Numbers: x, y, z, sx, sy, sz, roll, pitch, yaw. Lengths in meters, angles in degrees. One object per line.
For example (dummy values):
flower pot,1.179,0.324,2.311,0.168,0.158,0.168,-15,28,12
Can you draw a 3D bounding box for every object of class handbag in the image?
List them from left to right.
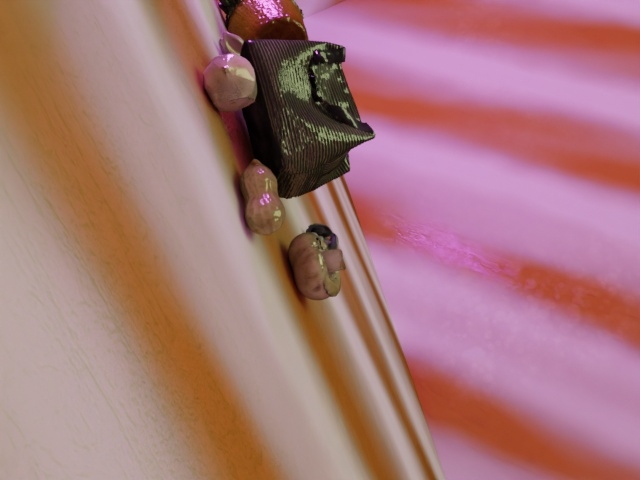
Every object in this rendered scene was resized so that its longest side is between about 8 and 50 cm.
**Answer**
handbag,-0.041,-0.278,1.486,0.247,0.240,0.341,132,-58,-67

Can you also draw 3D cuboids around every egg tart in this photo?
egg tart,-0.122,-0.527,1.745,0.171,0.215,0.215,57,-3,48

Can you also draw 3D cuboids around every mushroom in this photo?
mushroom,-0.005,0.052,1.459,0.154,0.122,0.154,-20,90,-74

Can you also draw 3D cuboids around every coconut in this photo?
coconut,-0.177,-0.310,1.320,0.124,0.110,0.110,59,11,-82

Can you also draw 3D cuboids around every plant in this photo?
plant,-0.234,-0.623,1.835,0.085,0.087,0.174,15,-53,63

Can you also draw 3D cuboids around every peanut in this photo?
peanut,-0.112,-0.083,1.266,0.082,0.082,0.187,57,13,-53

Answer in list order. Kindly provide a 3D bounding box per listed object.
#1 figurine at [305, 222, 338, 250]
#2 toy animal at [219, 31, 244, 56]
figurine,0.000,0.000,1.790,0.094,0.086,0.082,125,-24,-49
toy animal,-0.160,-0.414,1.635,0.124,0.124,0.213,-89,160,-69
